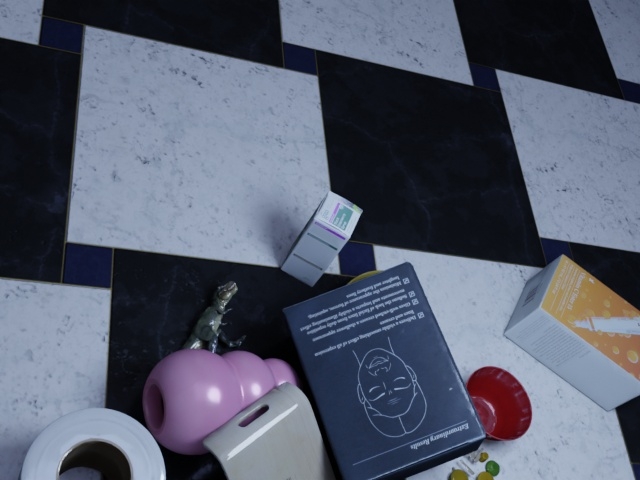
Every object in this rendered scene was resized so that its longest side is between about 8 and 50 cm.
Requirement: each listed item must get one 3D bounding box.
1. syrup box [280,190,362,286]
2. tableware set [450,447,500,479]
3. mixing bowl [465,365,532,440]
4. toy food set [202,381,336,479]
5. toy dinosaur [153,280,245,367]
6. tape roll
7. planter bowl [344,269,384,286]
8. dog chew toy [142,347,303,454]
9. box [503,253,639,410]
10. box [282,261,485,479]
[{"bbox_3d":[0.000,0.000,1.878,0.096,0.237,0.093,30,51,-6],"label":"syrup box"},{"bbox_3d":[0.350,0.542,1.839,0.104,0.024,0.154,45,50,2],"label":"tableware set"},{"bbox_3d":[0.397,0.400,1.903,0.181,0.098,0.181,12,55,-18],"label":"mixing bowl"},{"bbox_3d":[-0.092,0.461,1.560,0.220,0.092,0.306,-30,109,-36],"label":"toy food set"},{"bbox_3d":[-0.235,0.211,1.744,0.118,0.064,0.268,32,53,4],"label":"toy dinosaur"},{"bbox_3d":[-0.414,0.442,1.436,0.246,0.169,0.246,12,55,-18],"label":"tape roll"},{"bbox_3d":[0.143,0.187,1.899,0.217,0.090,0.217,-2,68,6],"label":"planter bowl"},{"bbox_3d":[-0.182,0.312,1.622,0.332,0.206,0.206,-2,60,-36],"label":"dog chew toy"},{"bbox_3d":[0.691,0.241,2.104,0.345,0.168,0.215,36,51,-1],"label":"box"},{"bbox_3d":[0.129,0.295,1.696,0.293,0.212,0.395,-20,67,-2],"label":"box"}]
